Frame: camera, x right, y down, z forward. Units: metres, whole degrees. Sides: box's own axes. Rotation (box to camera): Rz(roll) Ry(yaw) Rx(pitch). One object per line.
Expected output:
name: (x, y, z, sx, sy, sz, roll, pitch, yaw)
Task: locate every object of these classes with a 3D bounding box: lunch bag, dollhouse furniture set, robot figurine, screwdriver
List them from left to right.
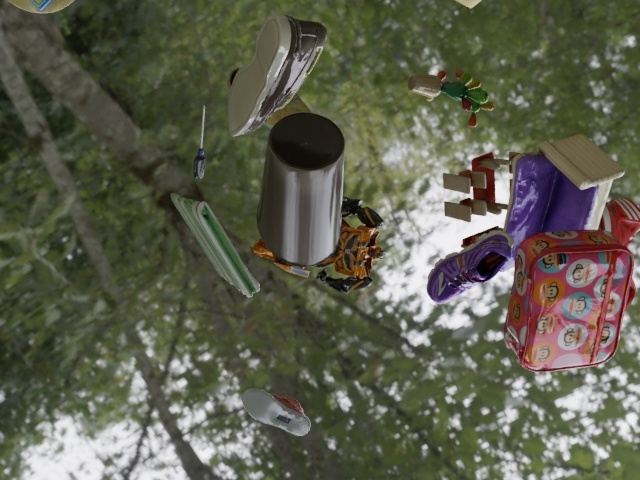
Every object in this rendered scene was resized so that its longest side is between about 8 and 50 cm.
screwdriver: (-0.240, -0.196, 1.819, 0.024, 0.170, 0.025, -3, -138, -18)
robot figurine: (0.000, 0.000, 1.955, 0.291, 0.211, 0.085, 15, -167, 26)
dollhouse furniture set: (0.427, -0.096, 2.337, 0.262, 0.259, 0.135, -19, -157, -34)
lunch bag: (0.523, 0.123, 1.852, 0.258, 0.293, 0.120, -4, -154, -10)

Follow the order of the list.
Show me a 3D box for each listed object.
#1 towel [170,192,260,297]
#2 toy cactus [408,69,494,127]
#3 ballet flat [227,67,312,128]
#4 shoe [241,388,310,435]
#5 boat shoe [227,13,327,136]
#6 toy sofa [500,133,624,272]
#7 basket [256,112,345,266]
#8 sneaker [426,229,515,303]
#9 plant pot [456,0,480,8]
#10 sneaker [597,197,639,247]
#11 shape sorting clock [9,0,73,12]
towel: (-0.243, 0.002, 2.052, 0.038, 0.247, 0.325, -34, -165, -11)
toy cactus: (0.275, -0.328, 1.999, 0.181, 0.112, 0.219, 5, -155, -25)
ballet flat: (-0.137, -0.358, 2.230, 0.123, 0.123, 0.348, -35, -146, -15)
shoe: (-0.105, 0.373, 2.023, 0.063, 0.178, 0.081, -57, -160, 5)
boat shoe: (-0.087, -0.289, 1.636, 0.097, 0.116, 0.324, -3, 155, -25)
toy sofa: (0.507, -0.037, 1.959, 0.177, 0.362, 0.150, -17, -134, -19)
basket: (-0.031, -0.101, 1.566, 0.154, 0.227, 0.204, -6, -125, -9)
sneaker: (0.233, 0.048, 1.427, 0.170, 0.068, 0.071, -42, -166, 29)
plant pot: (0.295, -0.633, 1.962, 0.212, 0.212, 0.187, 49, -63, 43)
sneaker: (0.686, 0.010, 2.034, 0.128, 0.221, 0.087, -15, -157, -8)
shape sorting clock: (-0.617, -0.602, 1.971, 0.206, 0.206, 0.040, -36, -156, -16)
